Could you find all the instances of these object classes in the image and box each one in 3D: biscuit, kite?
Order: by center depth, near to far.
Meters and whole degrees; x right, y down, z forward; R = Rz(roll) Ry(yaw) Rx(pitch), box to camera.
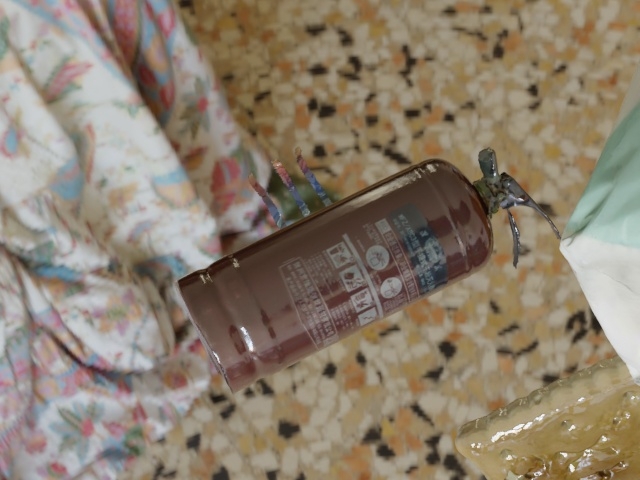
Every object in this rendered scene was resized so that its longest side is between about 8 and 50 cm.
[{"bbox_3d":[0.290,0.236,1.415,0.217,0.325,0.044,-26,45,13],"label":"biscuit"},{"bbox_3d":[0.000,0.000,1.771,0.141,0.245,0.015,-33,18,-7],"label":"kite"}]

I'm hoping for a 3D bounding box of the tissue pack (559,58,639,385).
[{"bbox_3d":[0.327,-0.079,0.799,0.266,0.194,0.356,9,60,33],"label":"tissue pack"}]

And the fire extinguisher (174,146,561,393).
[{"bbox_3d":[0.048,0.021,1.238,0.337,0.135,0.114,-27,23,-7],"label":"fire extinguisher"}]
